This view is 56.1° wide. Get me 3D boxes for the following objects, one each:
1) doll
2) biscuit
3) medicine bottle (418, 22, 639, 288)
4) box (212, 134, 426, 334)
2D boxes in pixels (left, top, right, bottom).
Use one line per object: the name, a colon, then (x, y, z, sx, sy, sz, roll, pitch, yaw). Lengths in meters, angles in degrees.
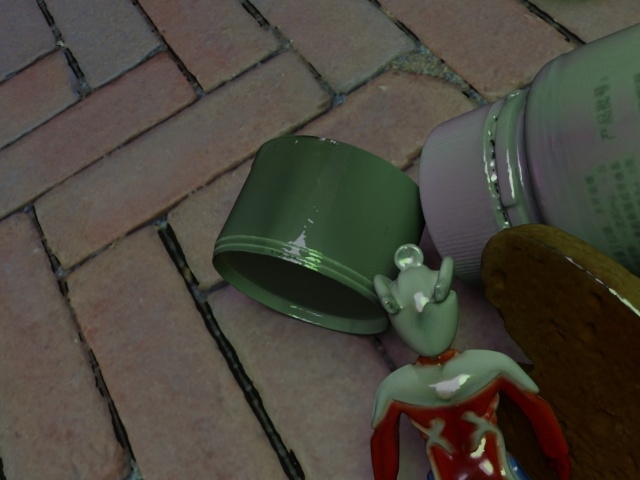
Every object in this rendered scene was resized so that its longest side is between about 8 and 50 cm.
doll: (0.135, 0.189, 0.581, 0.189, 0.099, 0.383, -16, 91, 11)
biscuit: (0.237, 0.134, 0.576, 0.052, 0.277, 0.262, -24, 57, -31)
medicine bottle: (0.292, -0.071, 0.618, 0.325, 0.256, 0.255, -16, 55, 42)
box: (0.000, 0.000, 0.720, 0.226, 0.226, 0.149, 13, 67, 20)
